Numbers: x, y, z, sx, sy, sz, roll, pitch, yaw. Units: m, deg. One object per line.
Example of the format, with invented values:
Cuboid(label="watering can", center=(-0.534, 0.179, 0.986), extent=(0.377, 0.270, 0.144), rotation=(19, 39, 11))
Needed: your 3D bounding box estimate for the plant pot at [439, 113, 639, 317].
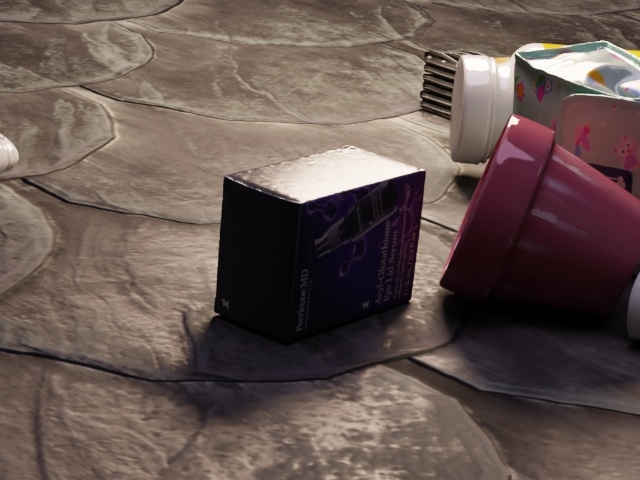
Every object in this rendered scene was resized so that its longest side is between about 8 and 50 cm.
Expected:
Cuboid(label="plant pot", center=(0.246, -0.010, 1.883), extent=(0.180, 0.201, 0.201), rotation=(22, 20, 2))

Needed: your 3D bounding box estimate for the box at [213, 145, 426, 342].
Cuboid(label="box", center=(0.000, 0.000, 1.823), extent=(0.108, 0.153, 0.207), rotation=(21, 25, 36))

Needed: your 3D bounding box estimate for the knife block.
Cuboid(label="knife block", center=(0.280, -0.220, 2.629), extent=(0.276, 0.088, 0.242), rotation=(8, 20, 9))

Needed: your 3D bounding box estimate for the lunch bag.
Cuboid(label="lunch bag", center=(0.334, -0.095, 2.074), extent=(0.160, 0.223, 0.262), rotation=(-9, 24, -20))

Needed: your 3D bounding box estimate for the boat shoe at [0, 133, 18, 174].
Cuboid(label="boat shoe", center=(-0.488, -0.130, 2.192), extent=(0.258, 0.095, 0.084), rotation=(27, 23, 25))

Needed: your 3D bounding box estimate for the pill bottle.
Cuboid(label="pill bottle", center=(0.343, -0.160, 2.321), extent=(0.334, 0.188, 0.188), rotation=(4, 19, -2))

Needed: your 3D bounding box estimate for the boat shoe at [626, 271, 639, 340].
Cuboid(label="boat shoe", center=(0.425, 0.039, 1.896), extent=(0.091, 0.114, 0.302), rotation=(15, 33, 28))
